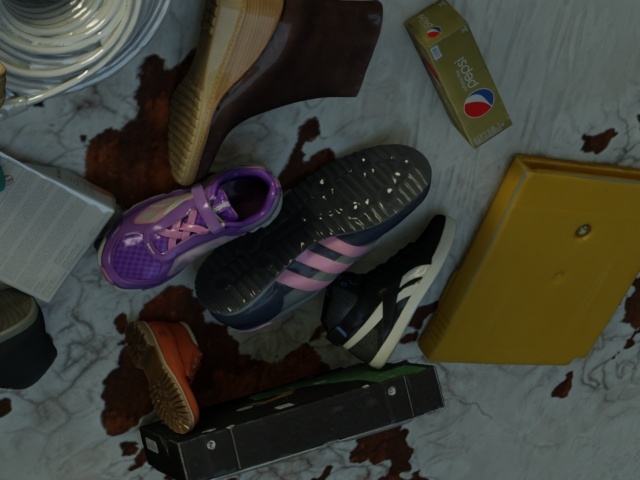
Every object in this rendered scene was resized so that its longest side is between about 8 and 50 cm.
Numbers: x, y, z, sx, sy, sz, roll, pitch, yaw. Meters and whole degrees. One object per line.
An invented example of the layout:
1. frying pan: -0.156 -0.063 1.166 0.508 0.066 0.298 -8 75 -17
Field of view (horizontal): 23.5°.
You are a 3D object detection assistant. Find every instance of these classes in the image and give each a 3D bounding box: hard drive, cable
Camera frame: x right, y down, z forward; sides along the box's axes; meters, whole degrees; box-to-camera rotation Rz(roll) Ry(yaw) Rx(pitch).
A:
1. hard drive: -0.040 0.225 1.938 0.339 0.237 0.064 -16 93 -19
2. cable: -0.266 -0.258 1.498 0.257 0.089 0.257 -17 132 -18

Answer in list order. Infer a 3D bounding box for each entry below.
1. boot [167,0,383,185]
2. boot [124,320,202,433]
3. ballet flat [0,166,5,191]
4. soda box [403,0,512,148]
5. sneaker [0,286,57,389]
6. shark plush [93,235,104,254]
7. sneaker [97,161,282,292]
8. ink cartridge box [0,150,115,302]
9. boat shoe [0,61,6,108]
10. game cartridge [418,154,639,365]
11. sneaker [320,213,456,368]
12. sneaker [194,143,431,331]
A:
1. boot: -0.049 -0.164 1.694 0.207 0.090 0.248 3 121 -29
2. boot: -0.169 0.160 1.858 0.085 0.158 0.059 -3 144 -38
3. ballet flat: -0.372 -0.094 1.610 0.041 0.041 0.114 -30 126 -3
4. soda box: 0.163 -0.194 1.808 0.058 0.061 0.181 -33 135 -1
5. sneaker: -0.412 0.149 1.761 0.222 0.083 0.118 -23 139 -7
6. shark plush: -0.178 -0.011 1.781 0.161 0.073 0.067 -29 105 2
7. sneaker: -0.140 -0.023 1.726 0.236 0.104 0.095 -29 95 -17
8. ink cartridge box: -0.339 -0.027 1.697 0.179 0.045 0.145 30 110 -23
9. boat shoe: -0.420 -0.224 1.363 0.341 0.121 0.110 29 106 -21
10. game cartridge: 0.314 0.036 2.100 0.285 0.052 0.323 5 126 -32
11. sneaker: 0.076 0.043 1.950 0.121 0.079 0.217 29 85 -5
12. sneaker: 0.000 0.000 1.868 0.319 0.112 0.131 -31 152 1
